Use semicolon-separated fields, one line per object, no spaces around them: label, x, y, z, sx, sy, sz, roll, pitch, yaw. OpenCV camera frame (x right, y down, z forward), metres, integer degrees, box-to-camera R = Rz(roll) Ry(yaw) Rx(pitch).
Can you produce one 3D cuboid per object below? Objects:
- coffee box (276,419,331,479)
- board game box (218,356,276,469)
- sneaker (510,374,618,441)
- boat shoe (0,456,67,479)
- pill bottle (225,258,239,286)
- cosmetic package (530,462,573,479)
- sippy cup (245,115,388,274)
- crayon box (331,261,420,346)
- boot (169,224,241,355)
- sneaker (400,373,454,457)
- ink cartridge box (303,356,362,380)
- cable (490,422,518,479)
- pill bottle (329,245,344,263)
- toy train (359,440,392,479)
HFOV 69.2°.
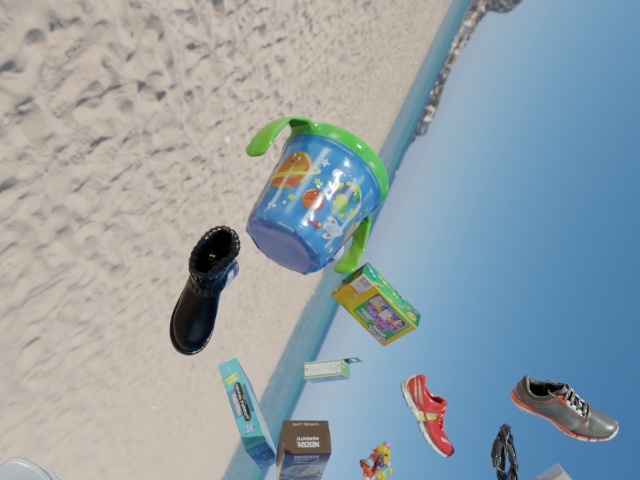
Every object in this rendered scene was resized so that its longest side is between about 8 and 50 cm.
coffee box;-0.056;0.641;1.398;0.098;0.141;0.246;-96;-168;-45
board game box;-0.265;0.639;1.715;0.079;0.336;0.254;-22;142;-11
sneaker;0.387;0.260;0.730;0.061;0.158;0.065;-51;151;-50
boat shoe;-0.672;0.608;1.132;0.096;0.267;0.088;-39;-153;-10
pill bottle;-0.396;0.134;1.717;0.219;0.122;0.123;-55;167;-67
cosmetic package;0.548;0.684;1.182;0.238;0.107;0.127;-42;157;8
sippy cup;-0.018;-0.065;0.892;0.224;0.305;0.240;-58;-175;-28
crayon box;0.197;0.230;1.640;0.165;0.278;0.081;-40;-171;35
boot;-0.335;0.144;1.323;0.260;0.131;0.348;139;-36;-63
sneaker;0.368;0.566;1.503;0.118;0.279;0.107;-31;173;10
ink cartridge box;0.050;0.485;1.730;0.109;0.209;0.062;54;28;-59
cable;0.561;0.642;1.387;0.047;0.150;0.184;-17;-156;36
pill bottle;0.000;0.000;1.856;0.131;0.131;0.229;-65;152;-12
toy train;0.124;0.542;1.088;0.125;0.046;0.166;-41;132;-46
